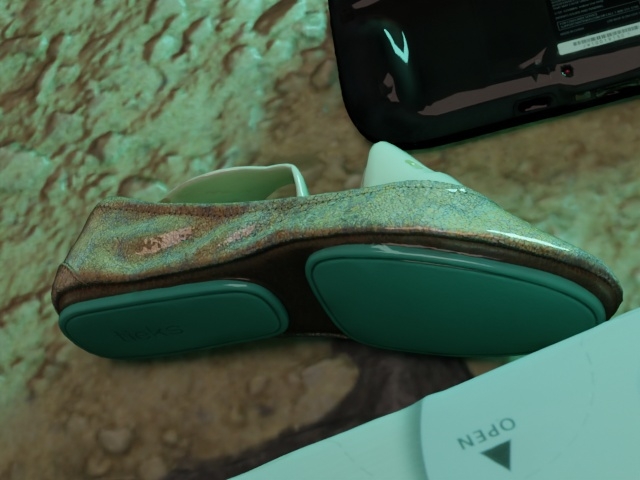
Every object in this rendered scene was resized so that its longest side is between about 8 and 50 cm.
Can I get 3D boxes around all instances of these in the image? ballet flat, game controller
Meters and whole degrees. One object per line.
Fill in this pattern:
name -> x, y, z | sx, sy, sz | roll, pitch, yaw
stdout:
ballet flat -> 0.000, 0.000, 0.598 | 0.316, 0.107, 0.106 | -2, 53, 18
game controller -> 0.160, -0.158, 0.667 | 0.319, 0.067, 0.166 | -14, 71, 12

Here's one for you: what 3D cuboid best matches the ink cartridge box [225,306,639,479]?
ink cartridge box -> 0.119, 0.190, 0.309 | 0.308, 0.091, 0.385 | -21, 39, -8
